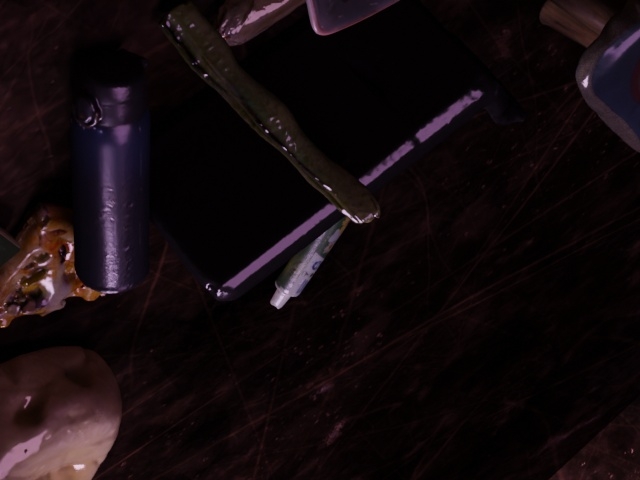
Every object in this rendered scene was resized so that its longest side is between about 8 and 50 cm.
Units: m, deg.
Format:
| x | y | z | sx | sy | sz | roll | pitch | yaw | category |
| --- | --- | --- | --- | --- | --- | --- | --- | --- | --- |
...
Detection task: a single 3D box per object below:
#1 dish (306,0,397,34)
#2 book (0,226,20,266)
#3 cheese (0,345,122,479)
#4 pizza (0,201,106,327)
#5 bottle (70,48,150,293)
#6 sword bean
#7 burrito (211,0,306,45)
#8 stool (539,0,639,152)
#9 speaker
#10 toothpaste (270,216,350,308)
| x | y | z | sx | sy | sz | roll | pitch | yaw | category |
| --- | --- | --- | --- | --- | --- | --- | --- | --- | --- |
| 0.024 | -0.309 | 1.621 | 0.154 | 0.064 | 0.234 | -30 | 134 | -20 | dish |
| -0.415 | 0.052 | 1.674 | 0.264 | 0.027 | 0.202 | -41 | 154 | 1 | book |
| -0.304 | 0.208 | 1.968 | 0.218 | 0.117 | 0.235 | -42 | 157 | 0 | cheese |
| -0.282 | 0.036 | 1.814 | 0.176 | 0.036 | 0.184 | -32 | 152 | -16 | pizza |
| -0.192 | -0.061 | 1.702 | 0.082 | 0.072 | 0.244 | -43 | 150 | -41 | bottle |
| -0.044 | -0.111 | 1.695 | 0.038 | 0.269 | 0.043 | -52 | -165 | -26 | sword bean |
| -0.027 | -0.235 | 1.714 | 0.188 | 0.045 | 0.058 | -35 | 140 | -3 | burrito |
| 0.354 | -0.282 | 1.939 | 0.310 | 0.226 | 0.310 | -44 | 153 | 7 | stool |
| 0.014 | -0.093 | 1.850 | 0.388 | 0.180 | 0.184 | -36 | 159 | -8 | speaker |
| 0.000 | 0.000 | 2.136 | 0.049 | 0.031 | 0.204 | -4 | 135 | -53 | toothpaste |
